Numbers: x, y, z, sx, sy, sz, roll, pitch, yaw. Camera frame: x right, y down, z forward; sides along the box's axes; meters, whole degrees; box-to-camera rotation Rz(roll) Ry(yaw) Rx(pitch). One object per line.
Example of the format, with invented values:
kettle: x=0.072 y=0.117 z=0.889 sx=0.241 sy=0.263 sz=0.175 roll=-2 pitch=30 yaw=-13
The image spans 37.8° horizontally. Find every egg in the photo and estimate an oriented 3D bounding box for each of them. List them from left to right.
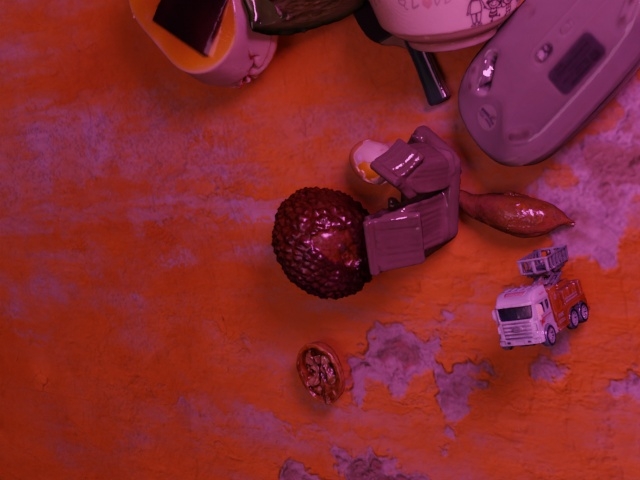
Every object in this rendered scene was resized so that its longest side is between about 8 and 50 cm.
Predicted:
egg: x=0.083 y=-0.130 z=1.513 sx=0.083 sy=0.071 sz=0.071 roll=31 pitch=121 yaw=29

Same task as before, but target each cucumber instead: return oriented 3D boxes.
cucumber: x=-0.023 y=-0.398 z=1.416 sx=0.191 sy=0.191 sz=0.130 roll=-19 pitch=92 yaw=39

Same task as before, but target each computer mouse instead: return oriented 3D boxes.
computer mouse: x=0.326 y=-0.246 z=1.281 sx=0.331 sy=0.095 sz=0.197 roll=-47 pitch=62 yaw=30

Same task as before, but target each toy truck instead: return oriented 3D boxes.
toy truck: x=0.314 y=0.084 z=1.347 sx=0.080 sy=0.178 sz=0.115 roll=-11 pitch=97 yaw=38

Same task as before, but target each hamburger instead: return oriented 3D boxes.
hamburger: x=-0.192 y=-0.399 z=1.579 sx=0.295 sy=0.151 sz=0.227 roll=53 pitch=125 yaw=20

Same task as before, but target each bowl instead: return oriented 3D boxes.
bowl: x=0.174 y=-0.341 z=1.291 sx=0.238 sy=0.238 sz=0.126 roll=8 pitch=126 yaw=34

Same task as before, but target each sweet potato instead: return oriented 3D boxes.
sweet potato: x=0.268 y=-0.046 z=1.410 sx=0.226 sy=0.068 sz=0.068 roll=15 pitch=114 yaw=33

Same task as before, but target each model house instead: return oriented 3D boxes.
model house: x=0.128 y=-0.048 z=1.427 sx=0.122 sy=0.188 sz=0.229 roll=17 pitch=116 yaw=36

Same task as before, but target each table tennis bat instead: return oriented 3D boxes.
table tennis bat: x=0.130 y=-0.352 z=1.434 sx=0.173 sy=0.022 sz=0.301 roll=-23 pitch=90 yaw=38

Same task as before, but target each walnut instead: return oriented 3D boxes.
walnut: x=0.009 y=0.235 z=1.703 sx=0.091 sy=0.052 sz=0.121 roll=-12 pitch=100 yaw=37

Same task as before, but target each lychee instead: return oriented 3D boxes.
lychee: x=0.000 y=0.000 z=1.558 sx=0.188 sy=0.188 sz=0.188 roll=13 pitch=112 yaw=33
